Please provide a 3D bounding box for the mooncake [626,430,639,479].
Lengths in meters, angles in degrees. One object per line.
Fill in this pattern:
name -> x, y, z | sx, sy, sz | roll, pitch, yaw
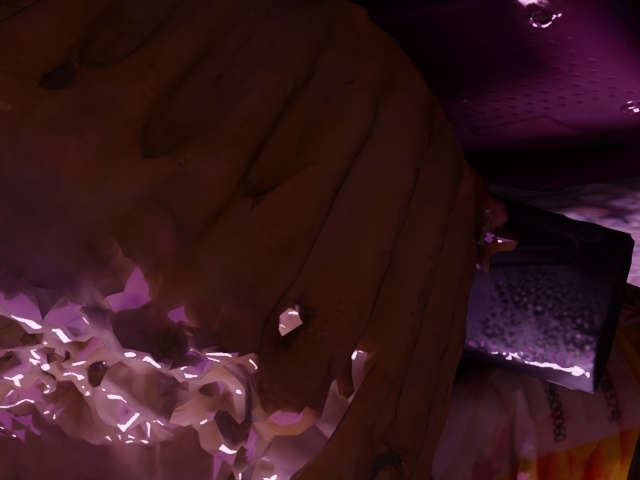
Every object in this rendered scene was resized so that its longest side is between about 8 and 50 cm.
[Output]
mooncake -> 0.287, 0.163, 0.531 | 0.262, 0.466, 0.467 | -7, 164, 40

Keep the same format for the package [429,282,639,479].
package -> 0.030, 0.059, 0.689 | 0.288, 0.108, 0.223 | -23, -150, -37

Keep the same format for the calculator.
calculator -> 0.074, -0.044, 0.576 | 0.127, 0.034, 0.190 | -10, 164, 35

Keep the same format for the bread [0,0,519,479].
bread -> -0.085, 0.014, 0.515 | 0.274, 0.149, 0.274 | 19, 142, 15

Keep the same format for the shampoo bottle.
shampoo bottle -> 0.000, 0.000, 0.619 | 0.208, 0.063, 0.057 | 16, -175, 16
